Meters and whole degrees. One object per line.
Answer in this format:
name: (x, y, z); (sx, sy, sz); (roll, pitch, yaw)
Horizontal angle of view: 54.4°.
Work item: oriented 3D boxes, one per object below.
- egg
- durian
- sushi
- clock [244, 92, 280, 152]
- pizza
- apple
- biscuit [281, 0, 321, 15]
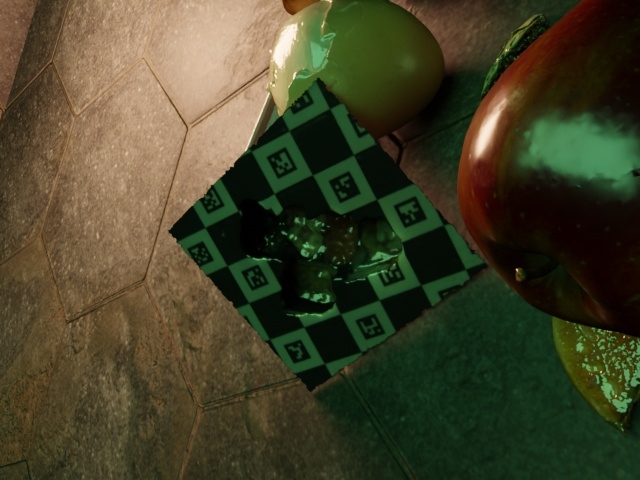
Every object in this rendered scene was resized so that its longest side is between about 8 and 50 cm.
egg: (0.047, -0.230, 0.852); (0.201, 0.244, 0.201); (176, 90, -85)
durian: (0.253, -0.228, 0.791); (0.130, 0.052, 0.066); (-56, 10, 12)
sushi: (0.000, 0.000, 0.863); (0.320, 0.069, 0.339); (47, 119, -3)
clock: (-0.054, -0.146, 1.026); (0.150, 0.063, 0.197); (30, 99, 43)
pizza: (0.303, 0.097, 0.637); (0.131, 0.041, 0.178); (-43, 52, 29)
apple: (0.268, -0.066, 0.539); (0.288, 0.288, 0.317); (21, 68, 44)
biscuit: (0.081, -0.355, 0.835); (0.299, 0.154, 0.045); (-5, 93, 13)
